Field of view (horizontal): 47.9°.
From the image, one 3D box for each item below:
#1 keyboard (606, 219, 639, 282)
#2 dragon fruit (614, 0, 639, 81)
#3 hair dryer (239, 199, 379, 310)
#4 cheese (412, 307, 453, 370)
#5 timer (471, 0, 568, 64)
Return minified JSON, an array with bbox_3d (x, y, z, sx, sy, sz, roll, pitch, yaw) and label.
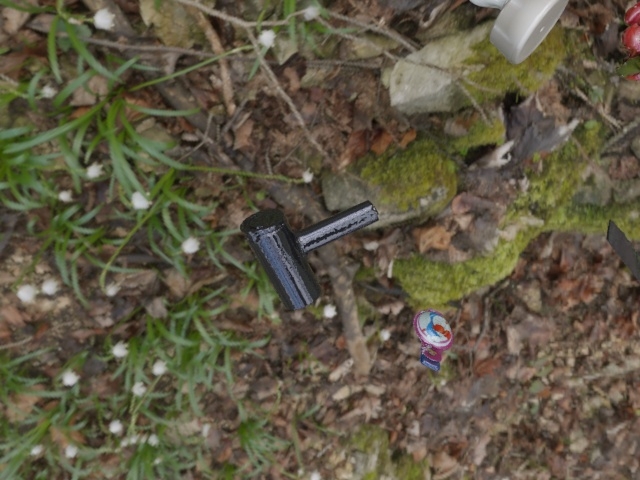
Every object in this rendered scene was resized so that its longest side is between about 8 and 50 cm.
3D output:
[{"bbox_3d":[0.736,0.033,1.731,0.015,0.074,0.196,-13,135,47],"label":"keyboard"},{"bbox_3d":[0.640,-0.352,1.231,0.237,0.303,0.231,37,132,19],"label":"dragon fruit"},{"bbox_3d":[0.000,0.000,1.372,0.251,0.089,0.197,-27,116,-4],"label":"hair dryer"},{"bbox_3d":[0.219,0.190,1.407,0.095,0.145,0.038,27,134,-11],"label":"cheese"},{"bbox_3d":[0.349,-0.506,1.474,0.266,0.175,0.175,40,125,14],"label":"timer"}]
